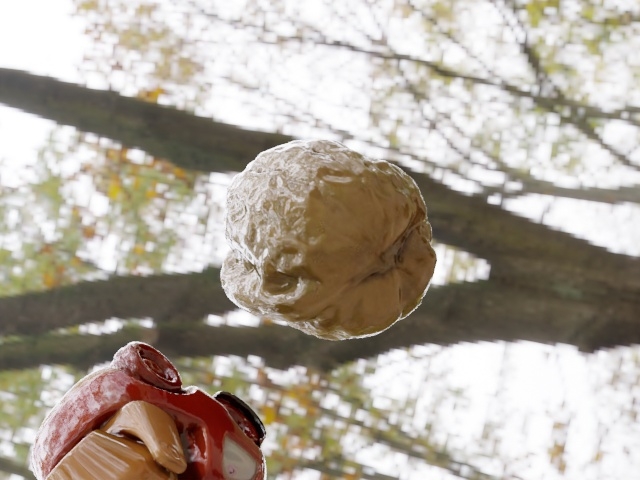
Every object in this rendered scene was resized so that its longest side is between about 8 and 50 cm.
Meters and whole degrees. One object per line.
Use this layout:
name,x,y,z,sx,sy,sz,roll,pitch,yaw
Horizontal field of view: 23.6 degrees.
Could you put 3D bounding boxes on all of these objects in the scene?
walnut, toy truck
walnut,0.000,0.000,1.693,0.257,0.257,0.224,-54,-54,-35
toy truck,-0.166,0.249,1.526,0.265,0.239,0.189,35,-76,-31
